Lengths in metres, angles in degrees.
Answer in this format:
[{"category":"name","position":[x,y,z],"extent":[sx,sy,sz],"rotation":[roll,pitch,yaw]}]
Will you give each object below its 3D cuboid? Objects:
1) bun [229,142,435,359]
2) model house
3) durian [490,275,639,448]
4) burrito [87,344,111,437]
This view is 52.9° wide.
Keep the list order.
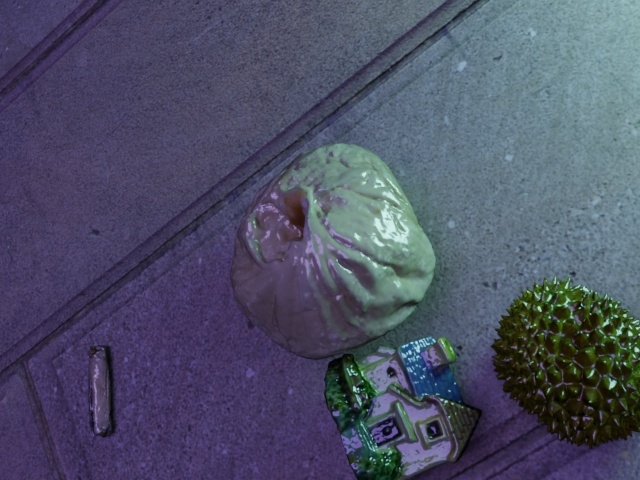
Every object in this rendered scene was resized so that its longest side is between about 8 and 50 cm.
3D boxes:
[{"category":"bun","position":[0.000,0.000,1.025],"extent":[0.349,0.227,0.352],"rotation":[16,71,41]},{"category":"model house","position":[0.129,0.241,0.964],"extent":[0.189,0.195,0.214],"rotation":[-25,67,9]},{"category":"durian","position":[0.347,0.163,0.892],"extent":[0.200,0.176,0.237],"rotation":[-33,53,-8]},{"category":"burrito","position":[-0.442,0.299,1.288],"extent":[0.045,0.041,0.185],"rotation":[-1,72,-19]}]
